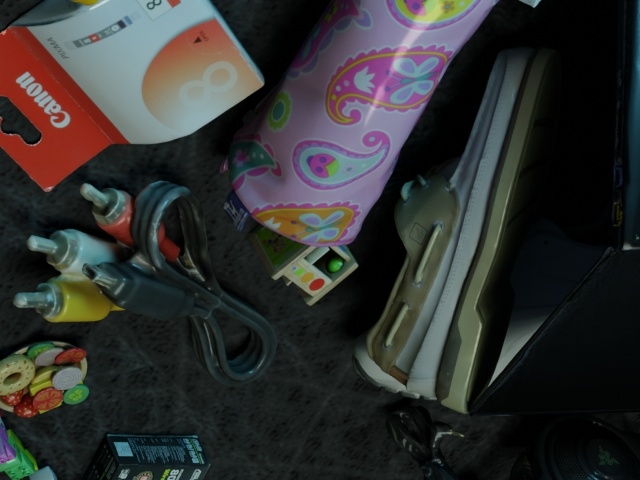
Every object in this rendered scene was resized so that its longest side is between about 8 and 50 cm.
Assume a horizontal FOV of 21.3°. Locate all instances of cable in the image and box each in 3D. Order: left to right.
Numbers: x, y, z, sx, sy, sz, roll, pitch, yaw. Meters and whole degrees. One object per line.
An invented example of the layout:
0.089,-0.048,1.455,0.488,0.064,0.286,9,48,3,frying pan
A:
-0.114,0.028,1.335,0.139,0.072,0.287,-56,149,4,cable

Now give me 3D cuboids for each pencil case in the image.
0.034,-0.126,1.197,0.124,0.124,0.284,8,128,-37,pencil case

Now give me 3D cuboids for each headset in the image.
0.198,0.255,1.707,0.243,0.185,0.394,-40,154,17,headset

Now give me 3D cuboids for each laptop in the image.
0.339,-0.053,1.322,0.382,0.236,0.407,0,93,-22,laptop

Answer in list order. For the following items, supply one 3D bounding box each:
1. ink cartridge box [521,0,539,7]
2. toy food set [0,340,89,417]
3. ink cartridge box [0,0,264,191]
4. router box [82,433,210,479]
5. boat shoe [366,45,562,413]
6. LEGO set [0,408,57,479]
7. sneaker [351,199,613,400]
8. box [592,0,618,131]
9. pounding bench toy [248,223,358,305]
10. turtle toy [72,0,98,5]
0.169,-0.219,1.225,0.115,0.029,0.063,-51,165,-51,ink cartridge box
-0.223,0.110,1.356,0.083,0.020,0.083,-23,139,-9,toy food set
-0.146,-0.110,1.160,0.179,0.045,0.145,-36,139,2,ink cartridge box
-0.164,0.224,1.496,0.092,0.038,0.122,5,129,-35,router box
0.109,-0.015,1.351,0.113,0.103,0.302,-19,126,-64,boat shoe
-0.263,0.210,1.365,0.087,0.093,0.227,-23,146,-1,LEGO set
0.162,0.045,1.481,0.297,0.111,0.129,-19,116,-11,sneaker
0.360,-0.180,1.352,0.261,0.103,0.184,-18,141,-14,box
0.000,0.000,1.353,0.083,0.052,0.065,-40,139,11,pounding bench toy
-0.143,-0.197,1.037,0.130,0.066,0.095,-13,156,40,turtle toy
